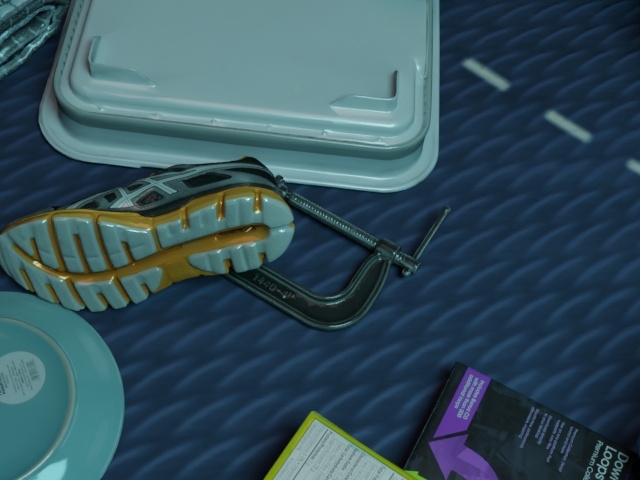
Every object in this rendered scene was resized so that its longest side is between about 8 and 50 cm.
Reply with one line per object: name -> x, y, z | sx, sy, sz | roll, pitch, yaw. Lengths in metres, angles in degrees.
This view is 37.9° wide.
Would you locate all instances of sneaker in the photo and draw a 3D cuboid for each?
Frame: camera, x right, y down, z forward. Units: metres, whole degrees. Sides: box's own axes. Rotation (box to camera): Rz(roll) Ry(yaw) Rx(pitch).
sneaker -> -0.127, -0.010, 0.676 | 0.215, 0.084, 0.083 | -8, 38, -1

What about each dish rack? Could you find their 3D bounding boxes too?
dish rack -> -0.056, -0.185, 0.797 | 0.333, 0.072, 0.285 | 7, 57, -3

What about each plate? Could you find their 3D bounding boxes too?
plate -> -0.227, 0.112, 0.620 | 0.188, 0.024, 0.188 | 2, 58, -3

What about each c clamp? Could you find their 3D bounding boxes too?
c clamp -> 0.000, 0.000, 0.716 | 0.161, 0.022, 0.137 | 24, 66, 10

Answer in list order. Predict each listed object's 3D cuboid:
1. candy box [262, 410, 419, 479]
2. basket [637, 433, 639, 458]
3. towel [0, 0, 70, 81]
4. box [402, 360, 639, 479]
candy box -> -0.020, 0.214, 0.558 | 0.105, 0.027, 0.206 | 33, 69, 13
basket -> 0.316, 0.161, 0.478 | 0.201, 0.289, 0.254 | 26, 50, -25
towel -> -0.382, -0.186, 0.737 | 0.235, 0.121, 0.284 | 41, 66, 12
box -> 0.139, 0.166, 0.619 | 0.162, 0.029, 0.116 | 27, 59, 10
